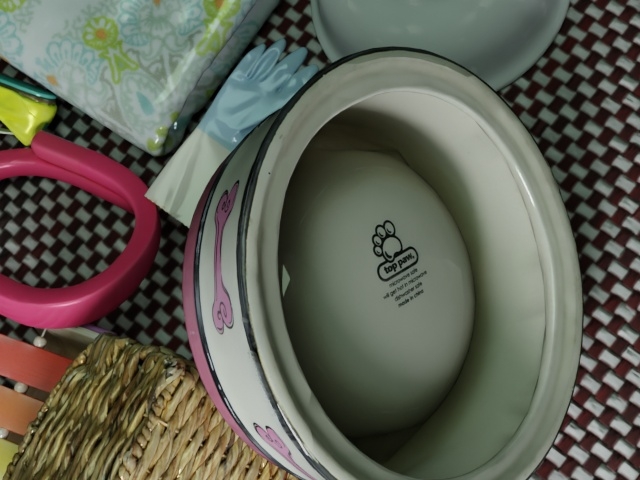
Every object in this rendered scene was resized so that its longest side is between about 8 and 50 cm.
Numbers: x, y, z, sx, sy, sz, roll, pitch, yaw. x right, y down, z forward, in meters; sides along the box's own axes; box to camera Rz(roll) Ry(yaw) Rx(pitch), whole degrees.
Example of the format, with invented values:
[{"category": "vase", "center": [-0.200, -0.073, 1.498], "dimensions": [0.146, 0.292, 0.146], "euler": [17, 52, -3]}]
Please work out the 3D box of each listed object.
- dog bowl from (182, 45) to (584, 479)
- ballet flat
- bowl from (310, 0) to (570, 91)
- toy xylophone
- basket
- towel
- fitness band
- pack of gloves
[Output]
[{"category": "dog bowl", "center": [0.053, 0.044, 1.068], "dimensions": [0.150, 0.408, 0.408], "euler": [-12, 67, 49]}, {"category": "ballet flat", "center": [-0.413, -0.179, 1.405], "dimensions": [0.231, 0.077, 0.077], "euler": [28, 105, 18]}, {"category": "bowl", "center": [0.119, -0.302, 1.273], "dimensions": [0.297, 0.134, 0.298], "euler": [-4, 73, 12]}, {"category": "toy xylophone", "center": [-0.274, 0.239, 1.237], "dimensions": [0.236, 0.081, 0.323], "euler": [9, 77, 16]}, {"category": "basket", "center": [-0.165, 0.265, 1.113], "dimensions": [0.213, 0.223, 0.299], "euler": [6, 67, 53]}, {"category": "towel", "center": [-0.204, -0.325, 1.384], "dimensions": [0.320, 0.090, 0.374], "euler": [32, 84, 21]}, {"category": "fitness band", "center": [-0.307, -0.014, 1.294], "dimensions": [0.291, 0.054, 0.209], "euler": [23, 58, 25]}, {"category": "pack of gloves", "center": [-0.040, -0.084, 1.261], "dimensions": [0.195, 0.046, 0.232], "euler": [34, 87, 11]}]
